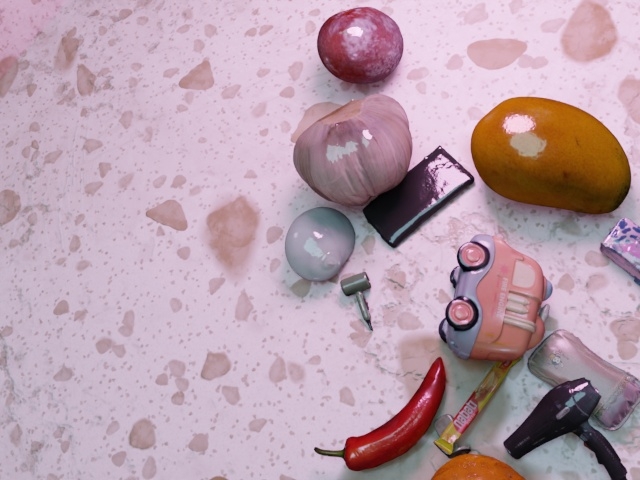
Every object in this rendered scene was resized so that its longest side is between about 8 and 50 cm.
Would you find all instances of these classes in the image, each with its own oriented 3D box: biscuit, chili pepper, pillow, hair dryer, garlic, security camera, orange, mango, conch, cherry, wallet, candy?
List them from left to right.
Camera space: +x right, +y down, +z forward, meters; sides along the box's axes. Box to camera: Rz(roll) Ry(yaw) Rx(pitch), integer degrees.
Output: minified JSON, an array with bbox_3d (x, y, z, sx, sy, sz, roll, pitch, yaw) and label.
[{"bbox_3d":[0.001,-0.001,1.674,0.185,0.121,0.221,7,64,-10],"label":"conch"},{"bbox_3d":[0.099,-0.220,1.640,0.318,0.259,0.317,-13,30,8],"label":"garlic"},{"bbox_3d":[0.111,-0.542,1.784,0.236,0.285,0.212,-13,101,25],"label":"cherry"},{"bbox_3d":[0.106,0.159,1.612,0.071,0.047,0.150,-22,75,11],"label":"hair dryer"},{"bbox_3d":[0.167,0.425,1.465,0.368,0.092,0.137,-34,44,-4],"label":"chili pepper"},{"bbox_3d":[0.253,-0.117,1.672,0.285,0.030,0.146,-40,64,0],"label":"wallet"},{"bbox_3d":[0.294,0.436,1.432,0.058,0.058,0.092,-24,52,8],"label":"security camera"},{"bbox_3d":[0.354,0.355,1.427,0.048,0.026,0.292,34,70,23],"label":"biscuit"},{"bbox_3d":[0.319,0.548,1.269,0.240,0.240,0.239,-7,67,16],"label":"orange"},{"bbox_3d":[0.544,-0.198,1.507,0.378,0.221,0.263,28,75,15],"label":"mango"},{"bbox_3d":[0.541,0.445,1.321,0.235,0.091,0.271,-46,69,15],"label":"hair dryer"},{"bbox_3d":[0.576,0.298,1.391,0.233,0.038,0.130,39,90,28],"label":"pillow"},{"bbox_3d":[0.714,0.031,1.433,0.092,0.073,0.160,-44,63,0],"label":"candy"}]

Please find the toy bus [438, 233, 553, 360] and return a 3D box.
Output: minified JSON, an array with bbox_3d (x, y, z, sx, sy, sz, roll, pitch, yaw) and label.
[{"bbox_3d":[0.396,0.138,1.436,0.232,0.194,0.287,14,71,13],"label":"toy bus"}]
